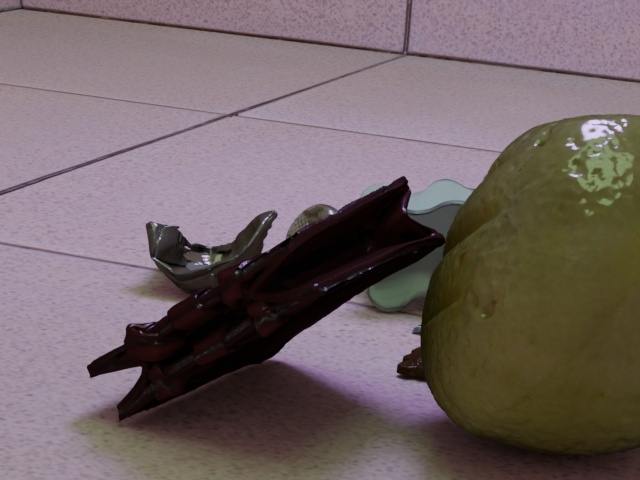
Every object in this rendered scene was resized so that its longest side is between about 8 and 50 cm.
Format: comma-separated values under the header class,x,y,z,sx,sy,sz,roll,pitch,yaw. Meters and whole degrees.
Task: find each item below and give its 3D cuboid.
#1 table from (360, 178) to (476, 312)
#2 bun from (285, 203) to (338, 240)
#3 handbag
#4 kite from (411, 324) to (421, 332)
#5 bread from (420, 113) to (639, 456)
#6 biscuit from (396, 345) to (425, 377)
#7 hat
class,x,y,z,sx,sy,sz,roll,pitch,yaw
table,0.145,0.002,1.949,0.198,0.167,0.166,-4,14,-1
bun,0.000,0.000,2.062,0.055,0.086,0.086,32,-7,-40
handbag,-0.041,0.052,1.563,0.260,0.084,0.275,-32,-4,33
kite,0.212,0.110,1.799,0.250,0.012,0.229,11,16,27
bread,0.216,0.037,1.503,0.237,0.321,0.320,8,13,-8
biscuit,0.113,0.121,1.723,0.082,0.016,0.092,-2,13,-4
hat,-0.115,0.021,1.983,0.147,0.085,0.175,-7,-9,0
